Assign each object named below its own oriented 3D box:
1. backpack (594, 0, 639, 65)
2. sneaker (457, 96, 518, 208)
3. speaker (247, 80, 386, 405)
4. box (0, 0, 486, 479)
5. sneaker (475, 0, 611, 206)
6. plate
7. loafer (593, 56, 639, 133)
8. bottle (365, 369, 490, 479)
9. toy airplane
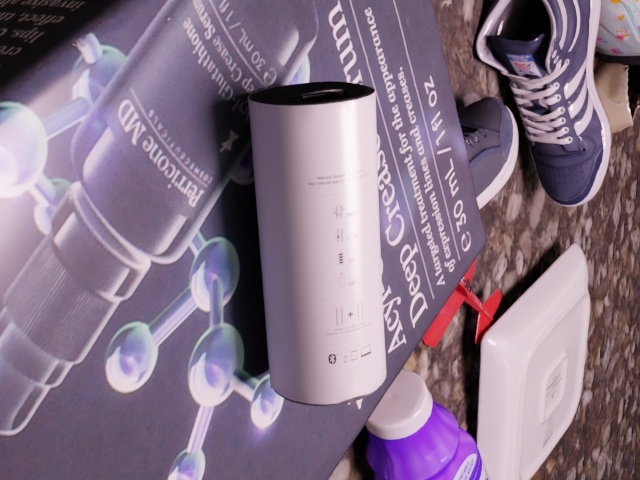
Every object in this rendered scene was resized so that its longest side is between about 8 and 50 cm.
[{"bbox_3d":[0.350,-0.290,1.157,0.182,0.152,0.115,45,66,-43],"label":"backpack"},{"bbox_3d":[0.109,-0.095,0.904,0.226,0.086,0.163,-55,141,-29],"label":"sneaker"},{"bbox_3d":[0.000,0.000,0.430,0.055,0.055,0.136,-27,120,-49],"label":"speaker"},{"bbox_3d":[-0.109,-0.003,0.509,0.395,0.212,0.294,-51,136,-34],"label":"box"},{"bbox_3d":[0.244,-0.159,1.070,0.153,0.099,0.282,-28,117,-50],"label":"sneaker"},{"bbox_3d":[0.274,0.178,1.225,0.277,0.045,0.278,-35,132,-47],"label":"plate"},{"bbox_3d":[0.403,-0.223,1.285,0.269,0.092,0.102,-56,139,-30],"label":"loafer"},{"bbox_3d":[0.111,0.241,0.986,0.118,0.092,0.283,-53,137,-31],"label":"bottle"},{"bbox_3d":[0.158,0.061,1.065,0.151,0.028,0.151,-20,116,-50],"label":"toy airplane"}]
